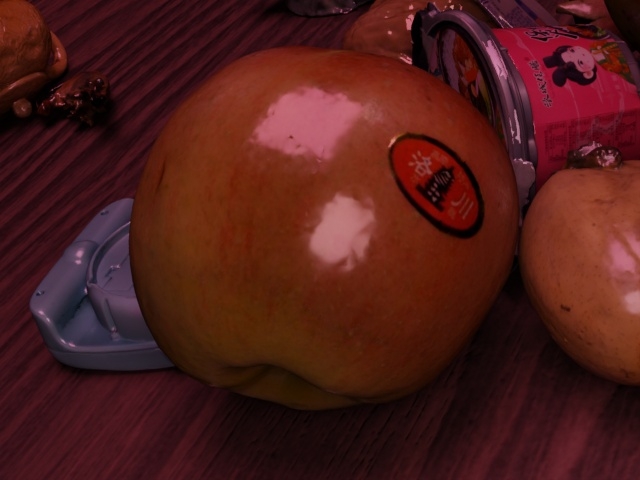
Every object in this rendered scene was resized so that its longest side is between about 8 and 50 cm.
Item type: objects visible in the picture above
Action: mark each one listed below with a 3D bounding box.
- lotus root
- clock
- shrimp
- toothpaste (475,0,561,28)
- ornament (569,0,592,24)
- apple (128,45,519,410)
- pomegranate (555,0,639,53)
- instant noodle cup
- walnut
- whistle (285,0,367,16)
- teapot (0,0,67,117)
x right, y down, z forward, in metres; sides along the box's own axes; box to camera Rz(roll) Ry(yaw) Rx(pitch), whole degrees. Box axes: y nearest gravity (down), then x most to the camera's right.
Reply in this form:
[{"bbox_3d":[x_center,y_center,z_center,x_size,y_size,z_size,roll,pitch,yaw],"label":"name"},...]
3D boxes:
[{"bbox_3d":[0.277,0.043,1.098,0.183,0.182,0.310,-18,34,-1],"label":"lotus root"},{"bbox_3d":[-0.155,0.039,1.393,0.274,0.094,0.223,-3,36,25],"label":"clock"},{"bbox_3d":[-0.355,-0.195,1.894,0.117,0.066,0.262,-36,18,-2],"label":"shrimp"},{"bbox_3d":[0.253,-0.227,1.468,0.068,0.282,0.099,-45,-4,8],"label":"toothpaste"},{"bbox_3d":[0.427,-0.337,1.702,0.203,0.081,0.088,-30,34,-22],"label":"ornament"},{"bbox_3d":[0.000,0.000,1.149,0.339,0.338,0.305,9,65,37],"label":"apple"},{"bbox_3d":[0.442,-0.306,1.476,0.291,0.290,0.323,-29,9,-17],"label":"pomegranate"},{"bbox_3d":[0.225,-0.121,1.336,0.182,0.302,0.258,-11,-14,-15],"label":"instant noodle cup"},{"bbox_3d":[0.138,-0.217,1.556,0.245,0.198,0.198,7,39,32],"label":"walnut"},{"bbox_3d":[0.073,-0.462,1.988,0.405,0.168,0.188,5,37,33],"label":"whistle"},{"bbox_3d":[-0.489,-0.263,1.990,0.203,0.167,0.311,-32,0,29],"label":"teapot"}]
